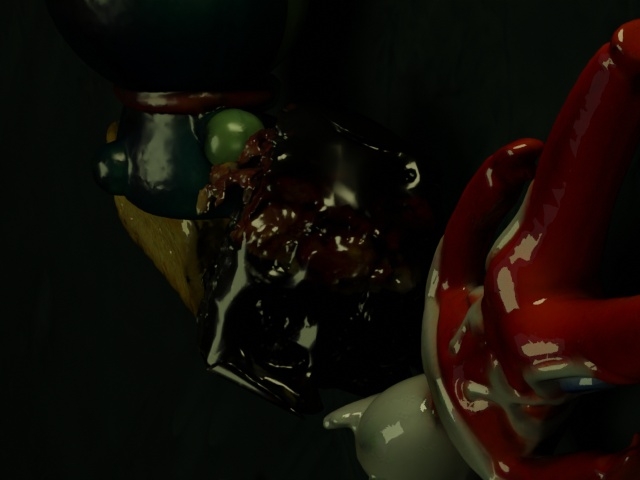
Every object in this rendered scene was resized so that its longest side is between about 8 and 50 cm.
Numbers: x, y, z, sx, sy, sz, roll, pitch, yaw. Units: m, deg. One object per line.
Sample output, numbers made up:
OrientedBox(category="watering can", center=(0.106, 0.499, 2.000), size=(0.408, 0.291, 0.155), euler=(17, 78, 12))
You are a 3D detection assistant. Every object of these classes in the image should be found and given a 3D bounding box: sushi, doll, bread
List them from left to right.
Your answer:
OrientedBox(category="doll", center=(-0.087, -0.152, 1.306), size=(0.198, 0.186, 0.321), euler=(-157, 58, -66))
OrientedBox(category="bread", center=(-0.101, -0.025, 1.522), size=(0.211, 0.083, 0.114), euler=(-130, 32, -55))
OrientedBox(category="sushi", center=(0.000, 0.000, 1.176), size=(0.150, 0.153, 0.172), euler=(-67, -13, 16))
OrientedBox(category="doll", center=(0.107, 0.053, 1.004), size=(0.384, 0.099, 0.188), euler=(-49, 50, 55))

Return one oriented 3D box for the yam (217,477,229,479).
OrientedBox(category="yam", center=(-0.067, 0.266, 1.560), size=(0.069, 0.070, 0.146), euler=(122, 135, -60))
